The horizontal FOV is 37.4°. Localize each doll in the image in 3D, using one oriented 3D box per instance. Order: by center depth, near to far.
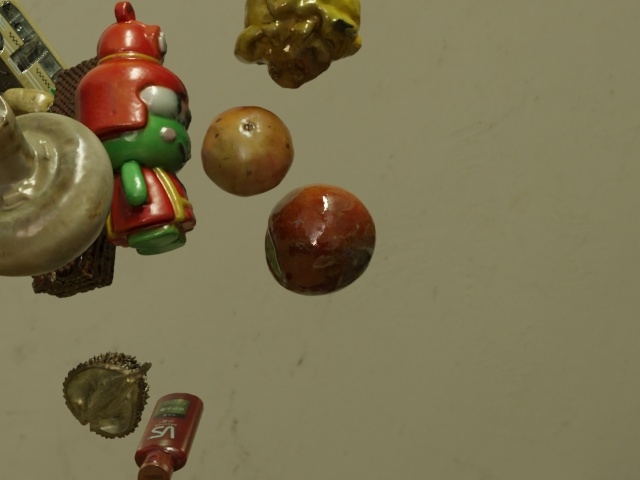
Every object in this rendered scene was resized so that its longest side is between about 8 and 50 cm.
[{"bbox_3d":[-0.261,-0.162,1.318,0.160,0.362,0.182,-6,-11,8],"label":"doll"}]

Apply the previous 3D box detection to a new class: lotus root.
[{"bbox_3d":[-0.549,-0.251,1.796,0.152,0.072,0.063,8,12,12],"label":"lotus root"}]

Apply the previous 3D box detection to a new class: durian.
[{"bbox_3d":[-0.336,0.239,1.564,0.148,0.188,0.091,47,31,-11],"label":"durian"}]

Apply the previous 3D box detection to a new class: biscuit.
[{"bbox_3d":[-0.360,-0.099,1.436,0.107,0.388,0.073,-16,-29,30],"label":"biscuit"}]

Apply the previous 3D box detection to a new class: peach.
[{"bbox_3d":[0.000,0.000,2.017,0.252,0.252,0.252,31,-9,5],"label":"peach"}]

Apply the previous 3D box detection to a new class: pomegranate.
[{"bbox_3d":[-0.146,-0.174,1.893,0.191,0.191,0.191,31,-9,5],"label":"pomegranate"}]

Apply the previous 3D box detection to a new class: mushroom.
[{"bbox_3d":[-0.341,-0.072,1.050,0.207,0.207,0.215,27,-27,26],"label":"mushroom"}]

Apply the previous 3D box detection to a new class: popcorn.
[{"bbox_3d":[-0.027,-0.489,2.119,0.297,0.315,0.281,21,-1,-38],"label":"popcorn"}]

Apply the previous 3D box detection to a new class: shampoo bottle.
[{"bbox_3d":[-0.342,0.445,2.116,0.118,0.076,0.314,2,19,2],"label":"shampoo bottle"}]

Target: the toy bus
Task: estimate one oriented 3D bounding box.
[{"bbox_3d":[-0.728,-0.406,2.270,0.177,0.201,0.365,-8,-54,38],"label":"toy bus"}]
